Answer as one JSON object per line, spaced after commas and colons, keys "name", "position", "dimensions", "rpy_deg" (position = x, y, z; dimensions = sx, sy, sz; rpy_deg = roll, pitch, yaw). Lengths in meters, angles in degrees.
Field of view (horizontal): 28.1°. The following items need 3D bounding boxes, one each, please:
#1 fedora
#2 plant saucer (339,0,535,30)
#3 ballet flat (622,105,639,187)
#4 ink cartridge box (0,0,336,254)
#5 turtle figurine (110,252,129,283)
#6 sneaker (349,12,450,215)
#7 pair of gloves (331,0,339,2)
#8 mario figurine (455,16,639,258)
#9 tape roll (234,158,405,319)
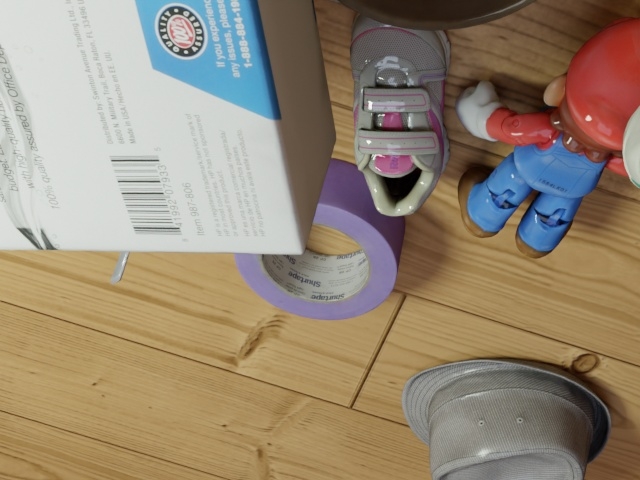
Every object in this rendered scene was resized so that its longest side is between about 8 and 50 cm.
{"name": "fedora", "position": [0.234, 0.268, 1.646], "dimensions": [0.275, 0.124, 0.244], "rpy_deg": [-1, 133, 14]}
{"name": "plant saucer", "position": [0.102, -0.296, 1.014], "dimensions": [0.277, 0.041, 0.278], "rpy_deg": [-3, 129, -4]}
{"name": "ballet flat", "position": [0.413, -0.156, 1.024], "dimensions": [0.139, 0.139, 0.400], "rpy_deg": [38, 117, -23]}
{"name": "ink cartridge box", "position": [-0.208, -0.145, 1.044], "dimensions": [0.394, 0.166, 0.286], "rpy_deg": [1, 132, 13]}
{"name": "turtle figurine", "position": [-0.107, -0.137, 1.272], "dimensions": [0.197, 0.275, 0.266], "rpy_deg": [-3, 156, -39]}
{"name": "sneaker", "position": [0.084, -0.125, 1.304], "dimensions": [0.102, 0.111, 0.252], "rpy_deg": [-2, 133, 15]}
{"name": "pair of gloves", "position": [0.010, -0.326, 1.174], "dimensions": [0.204, 0.042, 0.240], "rpy_deg": [23, 135, -10]}
{"name": "mario figurine", "position": [0.265, -0.120, 1.290], "dimensions": [0.198, 0.170, 0.320], "rpy_deg": [-11, 156, -28]}
{"name": "tape roll", "position": [0.000, 0.000, 1.470], "dimensions": [0.188, 0.080, 0.189], "rpy_deg": [7, 135, 7]}
